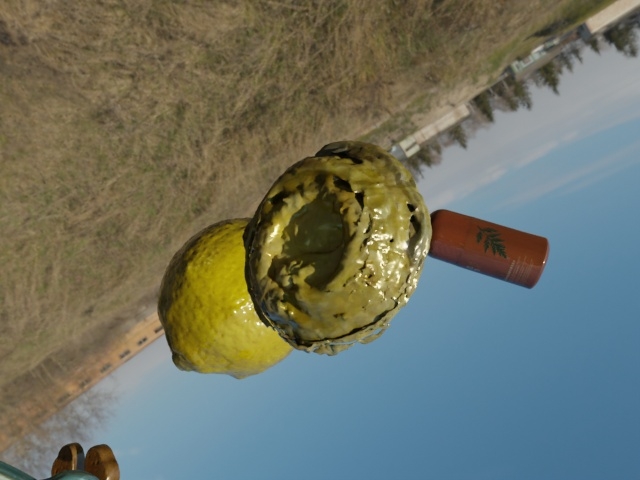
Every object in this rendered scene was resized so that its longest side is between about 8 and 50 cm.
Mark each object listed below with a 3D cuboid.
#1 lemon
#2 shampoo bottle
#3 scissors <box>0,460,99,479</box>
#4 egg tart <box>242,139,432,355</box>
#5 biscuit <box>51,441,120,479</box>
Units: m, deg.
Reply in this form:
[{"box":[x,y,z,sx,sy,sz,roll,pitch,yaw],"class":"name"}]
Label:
[{"box":[-0.191,0.132,1.156,0.387,0.350,0.350,-45,-171,-26],"class":"lemon"},{"box":[0.212,0.001,0.777,0.085,0.244,0.085,16,90,-78],"class":"shampoo bottle"},{"box":[-0.454,0.344,0.728,0.138,0.289,0.041,-40,-147,4],"class":"scissors"},{"box":[0.000,0.000,0.636,0.279,0.279,0.095,-31,150,23],"class":"egg tart"},{"box":[-0.413,0.508,0.884,0.186,0.295,0.044,-11,161,35],"class":"biscuit"}]
